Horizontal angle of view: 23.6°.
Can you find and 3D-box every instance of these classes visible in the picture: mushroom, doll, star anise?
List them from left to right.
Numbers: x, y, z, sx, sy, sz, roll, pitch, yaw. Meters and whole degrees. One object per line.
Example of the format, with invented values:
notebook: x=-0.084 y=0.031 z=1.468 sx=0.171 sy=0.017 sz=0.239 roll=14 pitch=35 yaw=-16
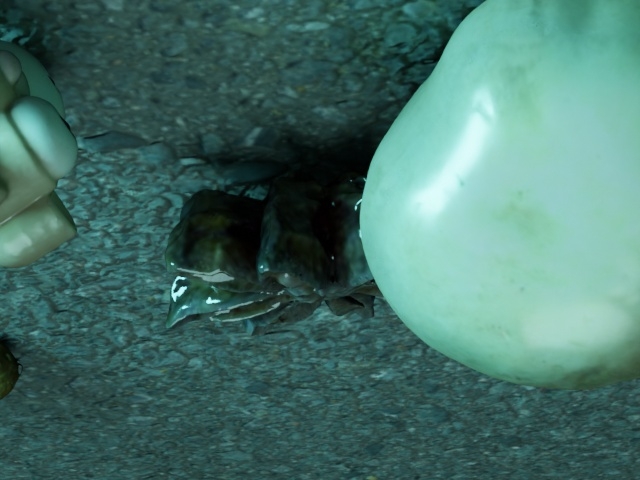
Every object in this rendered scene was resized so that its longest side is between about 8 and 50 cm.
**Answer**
doll: x=-0.234 y=-0.093 z=0.893 sx=0.119 sy=0.154 sz=0.278 roll=-34 pitch=146 yaw=-1
star anise: x=-0.001 y=0.000 z=1.124 sx=0.223 sy=0.109 sz=0.236 roll=-13 pitch=168 yaw=34
mushroom: x=0.156 y=-0.038 z=0.965 sx=0.260 sy=0.253 sz=0.234 roll=-13 pitch=-172 yaw=16

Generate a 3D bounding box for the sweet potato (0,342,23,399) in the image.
sweet potato: x=-0.382 y=0.112 z=1.347 sx=0.233 sy=0.062 sz=0.081 roll=3 pitch=153 yaw=-4
